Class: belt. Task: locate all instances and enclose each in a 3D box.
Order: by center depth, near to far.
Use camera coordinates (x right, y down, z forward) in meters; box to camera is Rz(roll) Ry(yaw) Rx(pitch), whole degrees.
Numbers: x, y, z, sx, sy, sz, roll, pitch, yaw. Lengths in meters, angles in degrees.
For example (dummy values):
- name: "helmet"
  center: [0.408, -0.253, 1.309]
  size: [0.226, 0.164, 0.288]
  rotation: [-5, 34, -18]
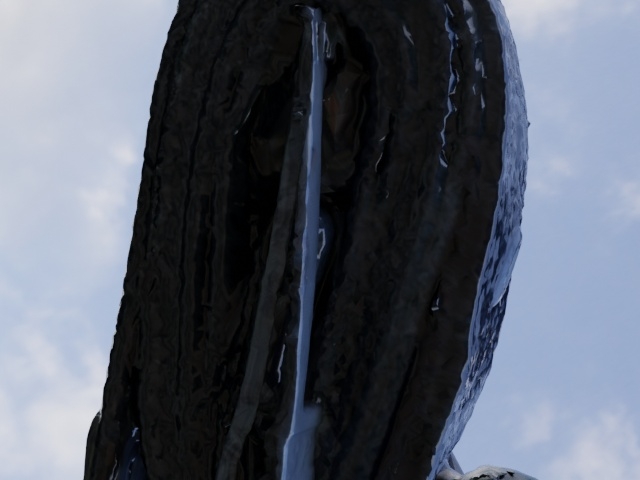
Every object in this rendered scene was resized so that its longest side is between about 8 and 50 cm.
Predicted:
- name: "belt"
  center: [0.000, 0.000, 0.524]
  size: [0.122, 0.128, 0.218]
  rotation: [11, -83, 10]

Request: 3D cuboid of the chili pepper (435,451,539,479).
- name: "chili pepper"
  center: [0.013, 0.189, 0.882]
  size: [0.233, 0.256, 0.248]
  rotation: [-40, -107, -2]
